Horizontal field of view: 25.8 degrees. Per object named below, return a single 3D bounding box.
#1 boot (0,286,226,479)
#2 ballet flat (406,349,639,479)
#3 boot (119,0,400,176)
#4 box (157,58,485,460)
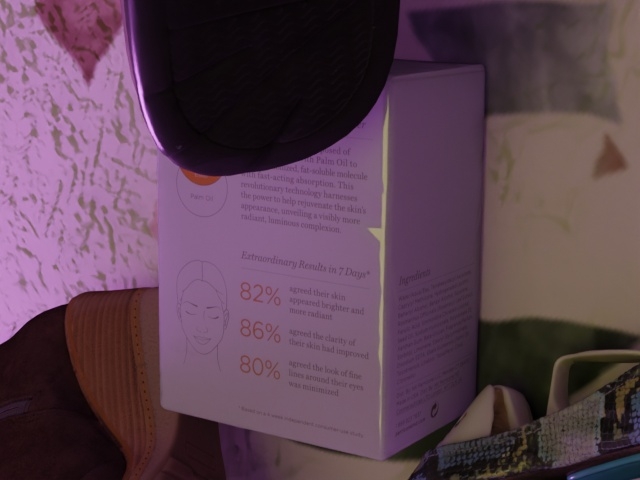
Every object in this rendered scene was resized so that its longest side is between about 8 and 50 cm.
[{"bbox_3d":[-0.150,0.145,0.728,0.207,0.090,0.248,-19,47,23],"label":"boot"},{"bbox_3d":[0.105,0.088,0.635,0.188,0.070,0.070,-23,86,32],"label":"ballet flat"},{"bbox_3d":[-0.055,-0.247,0.522,0.377,0.138,0.284,90,161,-44],"label":"boot"},{"bbox_3d":[0.000,0.000,0.661,0.130,0.091,0.170,9,104,33],"label":"box"}]
